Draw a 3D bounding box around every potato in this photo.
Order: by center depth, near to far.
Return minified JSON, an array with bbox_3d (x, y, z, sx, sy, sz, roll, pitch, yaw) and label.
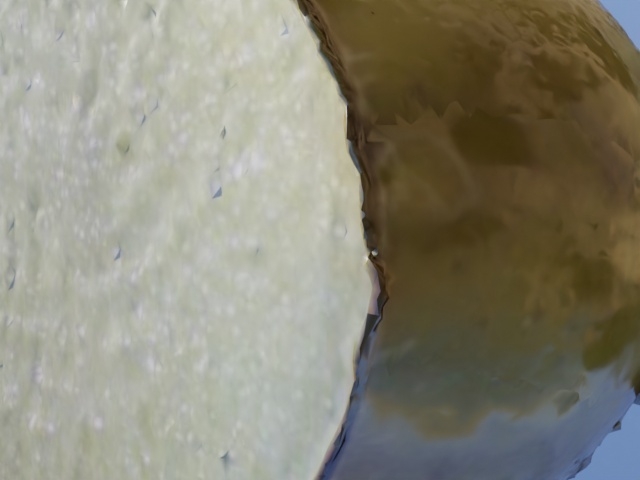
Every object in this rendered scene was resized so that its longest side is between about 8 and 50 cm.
[{"bbox_3d":[0.000,0.000,0.783,0.319,0.442,0.385,-5,-75,-35],"label":"potato"}]
